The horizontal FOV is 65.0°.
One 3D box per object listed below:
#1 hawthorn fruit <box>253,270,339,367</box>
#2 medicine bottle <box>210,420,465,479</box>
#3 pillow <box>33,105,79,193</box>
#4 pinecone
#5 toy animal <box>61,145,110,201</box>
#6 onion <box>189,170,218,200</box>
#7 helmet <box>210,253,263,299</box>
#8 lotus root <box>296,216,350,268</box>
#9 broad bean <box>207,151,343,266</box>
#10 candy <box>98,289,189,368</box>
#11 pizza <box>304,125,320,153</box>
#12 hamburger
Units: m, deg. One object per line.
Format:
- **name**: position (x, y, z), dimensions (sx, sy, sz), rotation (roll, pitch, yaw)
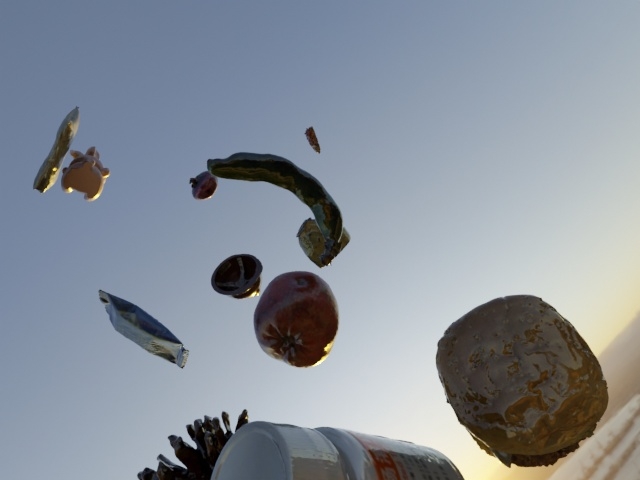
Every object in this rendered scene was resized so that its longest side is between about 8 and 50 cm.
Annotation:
- **hawthorn fruit**: position (-0.072, 0.225, 1.533), dimensions (0.275, 0.299, 0.275), rotation (-3, -42, -3)
- **medicine bottle**: position (0.040, 0.388, 0.733), dimensions (0.371, 0.211, 0.211), rotation (26, -75, -36)
- **pillow**: position (-0.723, -0.252, 1.391), dimensions (0.050, 0.148, 0.229), rotation (25, -72, -31)
- **pinecone**: position (-0.284, 0.628, 1.243), dimensions (0.384, 0.384, 0.384), rotation (-32, -34, -25)
- **toy animal**: position (-0.661, -0.195, 1.431), dimensions (0.124, 0.212, 0.124), rotation (-7, -63, -13)
- **onion**: position (-0.415, -0.196, 1.773), dimensions (0.104, 0.115, 0.115), rotation (22, -71, -34)
- **helmet**: position (-0.135, 0.075, 0.880), dimensions (0.089, 0.111, 0.057), rotation (-48, -49, -23)
- **lotus root**: position (0.000, 0.003, 1.479), dimensions (0.144, 0.070, 0.143), rotation (32, -80, -22)
- **broad bean**: position (-0.061, -0.085, 0.928), dimensions (0.144, 0.292, 0.049), rotation (-50, 0, -38)
- **candy**: position (-0.541, 0.276, 1.545), dimensions (0.077, 0.331, 0.187), rotation (-56, -4, -35)
- **pizza**: position (-0.038, -0.356, 1.748), dimensions (0.029, 0.099, 0.100), rotation (-24, -60, -11)
- **hamburger**: position (0.344, 0.237, 0.879), dimensions (0.260, 0.283, 0.144), rotation (-31, -36, -2)
